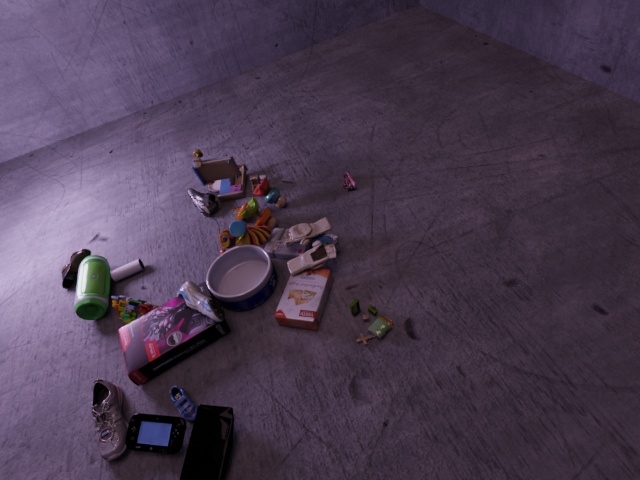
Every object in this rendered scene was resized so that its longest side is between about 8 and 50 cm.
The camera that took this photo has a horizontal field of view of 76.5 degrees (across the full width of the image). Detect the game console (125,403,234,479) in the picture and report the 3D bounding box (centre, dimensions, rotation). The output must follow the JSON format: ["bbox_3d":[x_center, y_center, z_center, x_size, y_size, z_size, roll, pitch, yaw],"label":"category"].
[{"bbox_3d":[-0.436,0.609,1.234,0.361,0.044,0.213,-2,58,15],"label":"game console"}]

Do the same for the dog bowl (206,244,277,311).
[{"bbox_3d":[-0.309,0.147,1.620,0.265,0.104,0.265,-9,46,9],"label":"dog bowl"}]

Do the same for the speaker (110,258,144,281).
[{"bbox_3d":[-0.873,0.134,1.840,0.136,0.055,0.055,-25,45,-7],"label":"speaker"}]

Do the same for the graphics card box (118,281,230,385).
[{"bbox_3d":[-0.549,0.338,1.520,0.371,0.094,0.233,-28,45,-13],"label":"graphics card box"}]

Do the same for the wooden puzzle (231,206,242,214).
[{"bbox_3d":[-0.404,-0.145,1.995,0.083,0.006,0.049,9,51,25],"label":"wooden puzzle"}]

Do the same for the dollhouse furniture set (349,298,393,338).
[{"bbox_3d":[0.171,0.259,1.389,0.076,0.059,0.151,-38,45,-25],"label":"dollhouse furniture set"}]

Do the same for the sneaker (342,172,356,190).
[{"bbox_3d":[0.126,-0.279,1.937,0.057,0.047,0.119,-30,44,4],"label":"sneaker"}]

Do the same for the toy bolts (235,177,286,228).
[{"bbox_3d":[-0.268,-0.150,1.905,0.218,0.158,0.228,-23,36,59],"label":"toy bolts"}]

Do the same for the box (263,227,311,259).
[{"bbox_3d":[-0.135,0.014,1.739,0.186,0.038,0.145,4,49,22],"label":"box"}]

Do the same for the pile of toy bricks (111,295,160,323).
[{"bbox_3d":[-0.757,0.293,1.635,0.212,0.118,0.105,10,83,14],"label":"pile of toy bricks"}]

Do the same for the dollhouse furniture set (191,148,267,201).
[{"bbox_3d":[-0.434,-0.373,1.990,0.286,0.303,0.198,-9,58,9],"label":"dollhouse furniture set"}]

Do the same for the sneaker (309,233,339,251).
[{"bbox_3d":[0.000,0.000,1.677,0.190,0.083,0.071,28,68,33],"label":"sneaker"}]

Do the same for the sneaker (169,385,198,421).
[{"bbox_3d":[-0.449,0.532,1.328,0.144,0.059,0.053,32,62,35],"label":"sneaker"}]

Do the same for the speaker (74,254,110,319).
[{"bbox_3d":[-0.987,0.199,1.765,0.131,0.131,0.296,-23,45,-5],"label":"speaker"}]

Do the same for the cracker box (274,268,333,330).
[{"bbox_3d":[-0.057,0.210,1.508,0.155,0.067,0.232,3,49,20],"label":"cracker box"}]

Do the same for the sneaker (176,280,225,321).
[{"bbox_3d":[-0.433,0.234,1.474,0.237,0.085,0.086,30,86,32],"label":"sneaker"}]

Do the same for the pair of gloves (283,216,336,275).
[{"bbox_3d":[-0.045,0.013,1.601,0.204,0.042,0.240,-17,48,6],"label":"pair of gloves"}]

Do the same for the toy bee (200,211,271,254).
[{"bbox_3d":[-0.369,-0.013,1.760,0.298,0.195,0.162,13,95,16],"label":"toy bee"}]

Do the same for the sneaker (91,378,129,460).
[{"bbox_3d":[-0.705,0.579,1.322,0.105,0.115,0.281,-31,46,-13],"label":"sneaker"}]

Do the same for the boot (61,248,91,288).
[{"bbox_3d":[-1.125,0.132,1.872,0.219,0.082,0.106,-39,49,27],"label":"boot"}]

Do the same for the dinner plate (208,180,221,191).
[{"bbox_3d":[-0.534,-0.306,2.181,0.141,0.017,0.141,-8,45,9],"label":"dinner plate"}]

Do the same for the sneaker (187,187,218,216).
[{"bbox_3d":[-0.593,-0.208,2.069,0.106,0.078,0.234,-34,51,-19],"label":"sneaker"}]

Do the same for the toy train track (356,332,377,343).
[{"bbox_3d":[0.162,0.329,1.366,0.083,0.014,0.048,-15,38,-5],"label":"toy train track"}]
